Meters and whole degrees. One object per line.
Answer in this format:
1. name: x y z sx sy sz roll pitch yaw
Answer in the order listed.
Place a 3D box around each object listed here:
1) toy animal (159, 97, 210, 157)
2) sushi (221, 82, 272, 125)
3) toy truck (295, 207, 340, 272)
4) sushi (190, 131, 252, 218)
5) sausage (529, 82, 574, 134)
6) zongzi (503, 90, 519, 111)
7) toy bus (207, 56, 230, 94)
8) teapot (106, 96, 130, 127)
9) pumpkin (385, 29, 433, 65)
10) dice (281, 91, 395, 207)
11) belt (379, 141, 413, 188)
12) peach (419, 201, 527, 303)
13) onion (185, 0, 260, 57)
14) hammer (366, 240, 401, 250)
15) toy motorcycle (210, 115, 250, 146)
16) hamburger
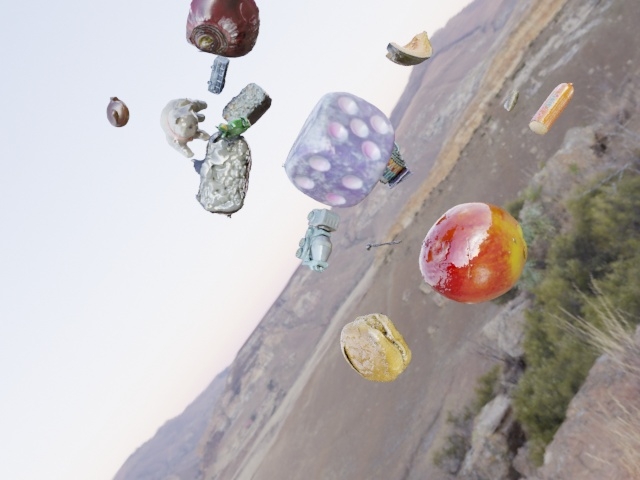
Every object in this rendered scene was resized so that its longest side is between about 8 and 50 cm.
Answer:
1. toy animal: -0.591 -0.558 2.222 0.307 0.266 0.188 -51 -23 -27
2. sushi: -0.330 -0.593 2.263 0.225 0.136 0.126 -43 -17 12
3. toy truck: 0.000 0.000 1.951 0.140 0.108 0.256 -8 62 57
4. sushi: -0.394 -0.269 2.028 0.207 0.235 0.348 -134 57 -85
5. sausage: 0.844 -0.488 1.826 0.234 0.071 0.071 -51 -2 -14
6. zongzi: 0.753 -0.547 1.984 0.076 0.040 0.083 -68 -7 26
7. toy bus: -0.408 -0.660 2.022 0.047 0.065 0.165 -64 3 -41
8. teapot: -0.868 -0.546 2.153 0.078 0.099 0.128 -67 -25 -79
9. pumpkin: 0.381 -0.763 2.104 0.254 0.149 0.130 -32 -17 -36
10. dice: 0.059 -0.287 1.627 0.270 0.272 0.270 -42 24 55
11. belt: 0.291 -0.408 2.374 0.160 0.294 0.207 -41 -29 23
12. peach: 0.516 0.042 1.749 0.369 0.370 0.370 -54 -2 -2
13. onion: -0.289 -0.703 1.586 0.206 0.207 0.216 116 169 -53
14. hammer: 0.314 0.021 2.504 0.065 0.179 0.021 -62 -39 -62
15. toy motorcycle: -0.325 -0.413 1.883 0.190 0.074 0.106 -33 -4 -45
16. hamburger: 0.155 0.308 1.449 0.108 0.213 0.213 -34 -14 -38
